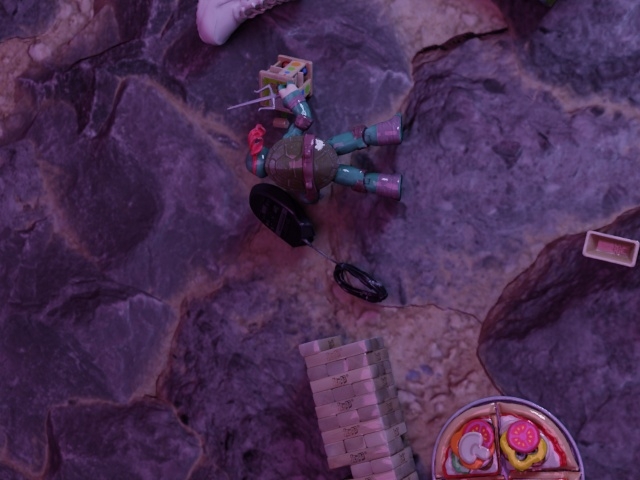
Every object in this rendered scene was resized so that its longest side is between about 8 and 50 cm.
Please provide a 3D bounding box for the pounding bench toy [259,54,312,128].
[{"bbox_3d":[-0.045,-0.202,1.560,0.052,0.065,0.083,16,128,21],"label":"pounding bench toy"}]

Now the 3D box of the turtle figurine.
[{"bbox_3d":[-0.010,-0.109,1.502,0.234,0.118,0.175,3,125,7],"label":"turtle figurine"}]

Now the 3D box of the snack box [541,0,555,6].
[{"bbox_3d":[0.278,-0.424,1.407,0.174,0.070,0.207,44,106,16],"label":"snack box"}]

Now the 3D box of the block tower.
[{"bbox_3d":[0.067,0.285,1.500,0.097,0.091,0.335,-18,83,20],"label":"block tower"}]

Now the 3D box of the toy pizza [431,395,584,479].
[{"bbox_3d":[0.236,0.301,1.466,0.201,0.032,0.201,1,92,23],"label":"toy pizza"}]

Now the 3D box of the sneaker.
[{"bbox_3d":[-0.077,-0.349,1.554,0.115,0.090,0.232,42,107,13],"label":"sneaker"}]

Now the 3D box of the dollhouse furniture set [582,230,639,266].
[{"bbox_3d":[0.366,0.036,1.376,0.114,0.081,0.091,14,97,22],"label":"dollhouse furniture set"}]

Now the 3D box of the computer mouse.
[{"bbox_3d":[0.000,0.000,1.553,0.242,0.041,0.071,40,145,11],"label":"computer mouse"}]
